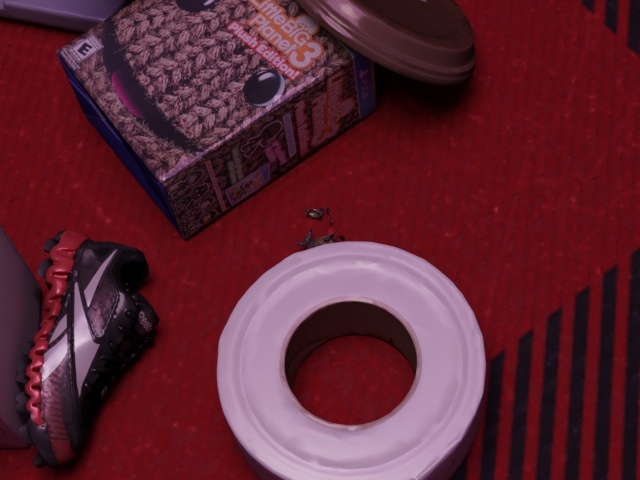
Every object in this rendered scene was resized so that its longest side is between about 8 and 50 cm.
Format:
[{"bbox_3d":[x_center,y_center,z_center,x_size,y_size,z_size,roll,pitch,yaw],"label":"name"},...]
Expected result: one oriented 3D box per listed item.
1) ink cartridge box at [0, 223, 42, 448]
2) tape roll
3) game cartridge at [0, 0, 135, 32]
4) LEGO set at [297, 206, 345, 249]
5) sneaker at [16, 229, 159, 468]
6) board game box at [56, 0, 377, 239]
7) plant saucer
[{"bbox_3d":[-0.460,0.107,1.410,0.270,0.197,0.198,-2,64,3],"label":"ink cartridge box"},{"bbox_3d":[0.035,0.148,1.405,0.286,0.100,0.286,-2,63,3],"label":"tape roll"},{"bbox_3d":[-0.293,-0.402,1.730,0.198,0.062,0.297,14,66,7],"label":"game cartridge"},{"bbox_3d":[0.002,-0.001,1.527,0.054,0.023,0.083,7,51,6],"label":"LEGO set"},{"bbox_3d":[-0.250,0.116,1.444,0.135,0.098,0.276,1,63,8],"label":"sneaker"},{"bbox_3d":[-0.118,-0.189,1.560,0.291,0.141,0.232,-36,66,-12],"label":"board game box"},{"bbox_3d":[0.072,-0.285,1.549,0.278,0.041,0.278,25,30,-16],"label":"plant saucer"}]
